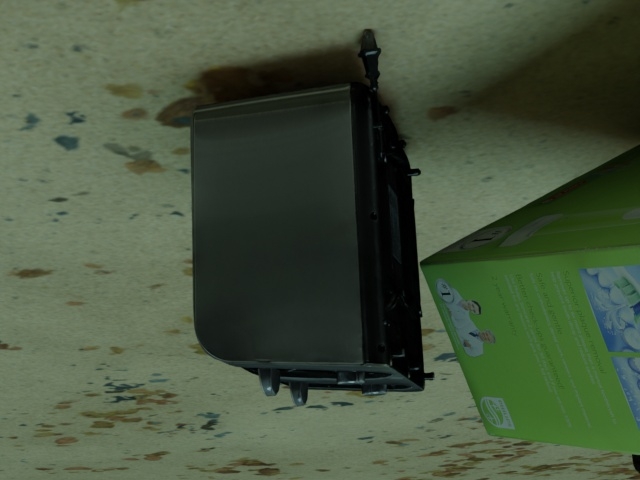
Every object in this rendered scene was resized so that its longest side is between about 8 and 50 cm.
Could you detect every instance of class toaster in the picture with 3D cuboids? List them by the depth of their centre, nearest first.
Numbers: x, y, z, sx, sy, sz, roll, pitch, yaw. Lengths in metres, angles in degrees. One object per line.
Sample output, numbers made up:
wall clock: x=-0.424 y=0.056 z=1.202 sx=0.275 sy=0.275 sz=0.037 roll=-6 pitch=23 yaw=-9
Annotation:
toaster: x=0.000 y=0.000 z=0.676 sx=0.110 sy=0.185 sz=0.168 roll=-5 pitch=168 yaw=11

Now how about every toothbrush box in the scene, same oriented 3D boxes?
toothbrush box: x=0.224 y=0.016 z=0.605 sx=0.206 sy=0.122 sz=0.283 roll=-27 pitch=-172 yaw=-29

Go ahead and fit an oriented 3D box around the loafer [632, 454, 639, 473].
loafer: x=0.428 y=0.176 z=1.261 sx=0.130 sy=0.133 sz=0.366 roll=-2 pitch=160 yaw=-3
